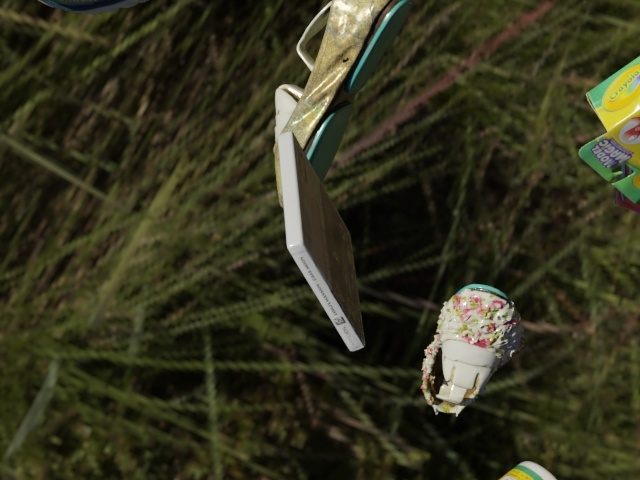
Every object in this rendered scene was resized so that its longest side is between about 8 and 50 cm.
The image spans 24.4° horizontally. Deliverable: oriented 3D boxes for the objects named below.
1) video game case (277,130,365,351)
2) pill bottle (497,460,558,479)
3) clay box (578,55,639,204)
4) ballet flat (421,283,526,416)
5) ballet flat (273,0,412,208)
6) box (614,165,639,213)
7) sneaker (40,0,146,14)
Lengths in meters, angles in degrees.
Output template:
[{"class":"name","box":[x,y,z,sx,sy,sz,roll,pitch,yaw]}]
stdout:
[{"class":"video game case","box":[0.000,0.000,1.620,0.022,0.190,0.173,-21,130,12]},{"class":"pill bottle","box":[0.224,0.389,1.916,0.117,0.208,0.117,48,161,22]},{"class":"clay box","box":[0.320,-0.125,1.219,0.222,0.053,0.127,-34,141,21]},{"class":"ballet flat","box":[0.145,0.117,1.440,0.091,0.077,0.241,16,159,5]},{"class":"ballet flat","box":[0.003,-0.210,2.005,0.123,0.123,0.348,26,112,-3]},{"class":"box","box":[0.504,-0.101,1.715,0.154,0.300,0.142,29,119,50]},{"class":"sneaker","box":[-0.089,-0.227,1.018,0.275,0.110,0.107,-22,85,11]}]
